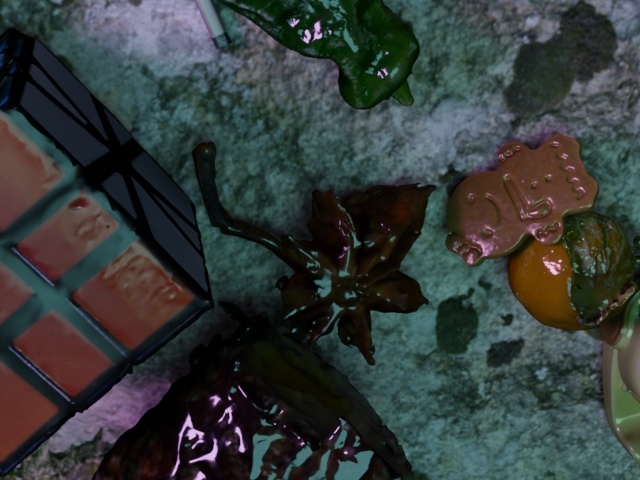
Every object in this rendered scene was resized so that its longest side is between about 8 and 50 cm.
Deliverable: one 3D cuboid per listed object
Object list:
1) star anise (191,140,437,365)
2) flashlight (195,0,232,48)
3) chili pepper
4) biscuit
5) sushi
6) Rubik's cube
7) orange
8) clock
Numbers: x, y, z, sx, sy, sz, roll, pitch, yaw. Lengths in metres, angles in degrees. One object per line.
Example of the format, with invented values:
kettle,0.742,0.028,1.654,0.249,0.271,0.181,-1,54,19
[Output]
star anise,0.001,-0.001,1.281,0.346,0.148,0.237,32,81,-17
flashlight,-0.118,-0.243,1.218,0.018,0.018,0.083,-24,115,-2
chili pepper,0.006,-0.236,1.206,0.270,0.099,0.136,41,75,-16
biscuit,0.224,-0.050,1.317,0.184,0.133,0.027,-16,160,19
sushi,-0.078,0.258,1.282,0.281,0.299,0.294,39,98,-8
Rubik's cube,-0.305,-0.001,1.141,0.283,0.288,0.293,-37,116,7
orange,0.300,0.037,1.353,0.157,0.134,0.156,-8,128,-11
clock,0.468,0.124,1.439,0.235,0.096,0.307,-15,113,-4
